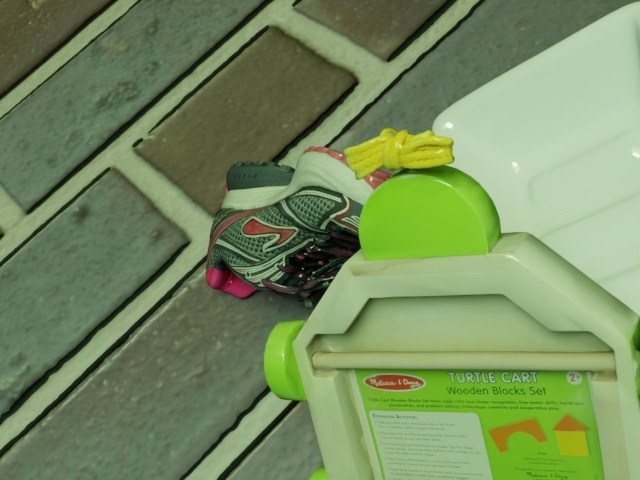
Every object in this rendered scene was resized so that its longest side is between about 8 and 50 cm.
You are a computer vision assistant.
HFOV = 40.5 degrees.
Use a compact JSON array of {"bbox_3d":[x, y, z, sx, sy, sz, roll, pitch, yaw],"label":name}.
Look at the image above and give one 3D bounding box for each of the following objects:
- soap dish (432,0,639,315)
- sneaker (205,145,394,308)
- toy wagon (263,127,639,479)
[{"bbox_3d":[0.203,-0.009,0.649,0.228,0.118,0.291,-28,51,36],"label":"soap dish"},{"bbox_3d":[0.000,0.000,0.708,0.299,0.120,0.112,-3,66,62],"label":"sneaker"},{"bbox_3d":[0.094,0.091,0.550,0.267,0.345,0.068,-4,18,30],"label":"toy wagon"}]
